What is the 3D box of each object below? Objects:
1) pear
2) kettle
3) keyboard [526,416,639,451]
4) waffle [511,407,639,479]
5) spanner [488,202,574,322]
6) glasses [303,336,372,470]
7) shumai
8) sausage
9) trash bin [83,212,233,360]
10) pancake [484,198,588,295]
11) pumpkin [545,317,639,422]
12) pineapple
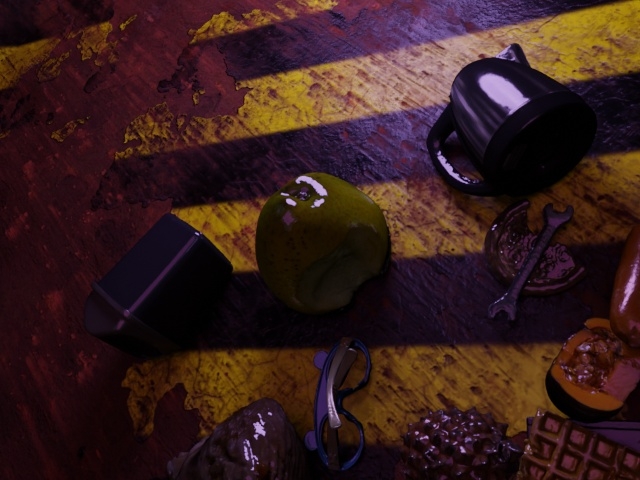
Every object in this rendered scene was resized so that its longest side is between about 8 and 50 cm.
[{"bbox_3d":[0.000,0.000,1.121,0.292,0.292,0.159,-45,49,-1],"label":"pear"},{"bbox_3d":[0.346,-0.229,1.125,0.207,0.250,0.271,-14,51,-17],"label":"kettle"},{"bbox_3d":[0.428,0.310,0.926,0.195,0.018,0.060,-4,73,22],"label":"keyboard"},{"bbox_3d":[0.395,0.397,0.871,0.229,0.057,0.219,22,83,26],"label":"waffle"},{"bbox_3d":[0.374,0.039,1.048,0.054,0.015,0.254,27,80,30],"label":"spanner"},{"bbox_3d":[0.047,0.281,1.030,0.102,0.207,0.239,11,73,-10],"label":"glasses"},{"bbox_3d":[-0.170,0.443,1.008,0.283,0.217,0.346,-3,72,22],"label":"shumai"},{"bbox_3d":[0.515,0.072,0.925,0.098,0.098,0.238,11,50,27],"label":"sausage"},{"bbox_3d":[-0.341,0.106,1.245,0.182,0.209,0.290,32,77,32],"label":"trash bin"},{"bbox_3d":[0.393,0.015,1.071,0.190,0.020,0.184,18,75,29],"label":"pancake"},{"bbox_3d":[0.419,0.214,0.915,0.119,0.107,0.183,33,51,31],"label":"pumpkin"},{"bbox_3d":[0.223,0.332,0.904,0.193,0.166,0.166,-26,56,40],"label":"pineapple"}]
